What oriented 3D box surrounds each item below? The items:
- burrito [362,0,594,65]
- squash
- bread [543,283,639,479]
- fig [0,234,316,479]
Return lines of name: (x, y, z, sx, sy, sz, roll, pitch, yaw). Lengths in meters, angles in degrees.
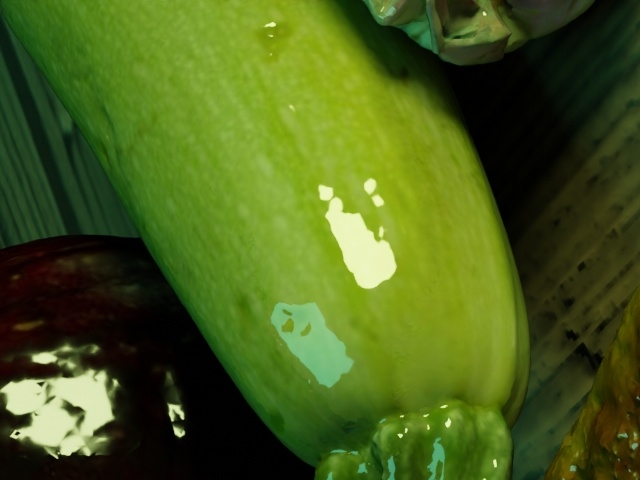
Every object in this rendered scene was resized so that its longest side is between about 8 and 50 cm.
burrito: (-0.012, -0.190, 0.589, 0.309, 0.096, 0.066, 58, 170, 3)
squash: (0.012, -0.011, 0.609, 0.287, 0.137, 0.137, 56, 141, 37)
bread: (0.104, 0.124, 0.554, 0.139, 0.077, 0.271, 52, 136, 33)
fig: (-0.111, 0.077, 0.717, 0.203, 0.249, 0.186, 14, 84, 47)
